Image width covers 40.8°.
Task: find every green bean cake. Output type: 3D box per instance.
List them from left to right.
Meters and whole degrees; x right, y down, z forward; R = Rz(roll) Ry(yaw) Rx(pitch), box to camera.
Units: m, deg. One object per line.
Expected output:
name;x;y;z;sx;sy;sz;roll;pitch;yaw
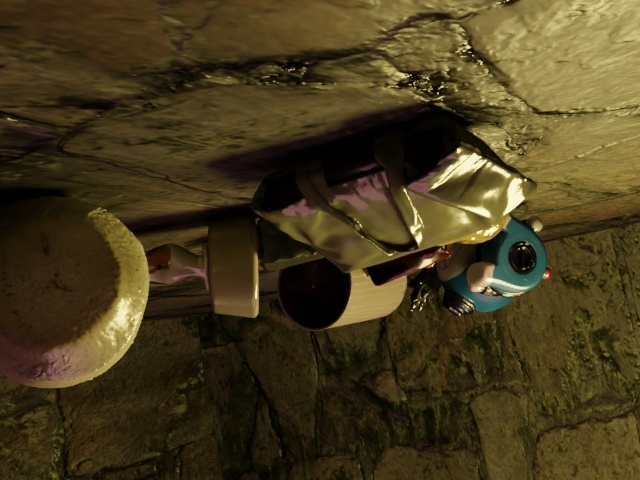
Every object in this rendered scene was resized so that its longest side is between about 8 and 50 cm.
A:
green bean cake;-0.021;-0.015;1.450;0.181;0.094;0.173;-13;175;-6

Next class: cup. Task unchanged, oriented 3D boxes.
cup;0.074;0.079;2.073;0.273;0.208;0.288;-2;134;-52

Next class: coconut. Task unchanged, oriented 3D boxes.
coconut;-0.340;0.068;1.100;0.237;0.237;0.266;-8;168;-22

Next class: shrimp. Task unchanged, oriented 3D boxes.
shrimp;0.250;0.064;2.236;0.289;0.178;0.075;-50;161;-41

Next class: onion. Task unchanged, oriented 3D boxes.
onion;0.189;0.004;1.756;0.195;0.140;0.218;-12;174;-22

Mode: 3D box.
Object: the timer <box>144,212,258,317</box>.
timer;-0.238;0.045;1.425;0.266;0.175;0.175;-1;172;-6

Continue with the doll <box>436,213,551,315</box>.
doll;0.408;0.054;2.094;0.240;0.284;0.310;36;164;-13

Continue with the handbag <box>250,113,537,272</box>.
handbag;0.098;-0.050;1.112;0.315;0.109;0.253;-17;154;25

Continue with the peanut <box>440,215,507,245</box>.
peanut;0.208;-0.055;1.342;0.130;0.130;0.290;-15;172;38

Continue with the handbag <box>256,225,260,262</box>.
handbag;-0.100;0.015;1.698;0.151;0.072;0.193;-14;174;33
